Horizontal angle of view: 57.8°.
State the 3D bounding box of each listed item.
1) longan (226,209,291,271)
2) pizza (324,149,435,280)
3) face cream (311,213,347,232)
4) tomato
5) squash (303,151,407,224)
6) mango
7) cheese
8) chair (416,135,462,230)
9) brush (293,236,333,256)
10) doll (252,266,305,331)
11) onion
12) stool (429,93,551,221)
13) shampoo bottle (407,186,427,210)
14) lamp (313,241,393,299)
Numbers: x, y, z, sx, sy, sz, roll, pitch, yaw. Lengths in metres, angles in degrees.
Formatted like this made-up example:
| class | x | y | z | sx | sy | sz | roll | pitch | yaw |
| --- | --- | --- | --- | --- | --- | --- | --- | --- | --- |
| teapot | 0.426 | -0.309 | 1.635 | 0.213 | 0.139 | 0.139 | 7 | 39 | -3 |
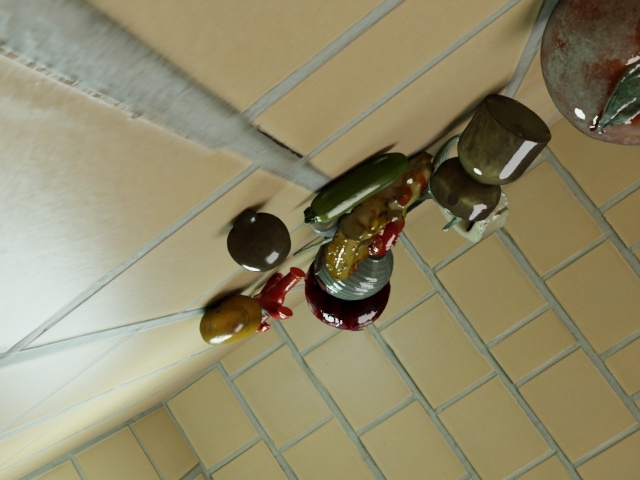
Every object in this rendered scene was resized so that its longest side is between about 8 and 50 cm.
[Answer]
| class | x | y | z | sx | sy | sz | roll | pitch | yaw |
| --- | --- | --- | --- | --- | --- | --- | --- | --- | --- |
| longan | -0.106 | -0.002 | 0.970 | 0.106 | 0.106 | 0.119 | -34 | 133 | -8 |
| pizza | 0.165 | -0.062 | 1.425 | 0.406 | 0.130 | 0.440 | -47 | 173 | -7 |
| face cream | 0.022 | -0.046 | 1.372 | 0.084 | 0.057 | 0.198 | -37 | 175 | 4 |
| tomato | 0.514 | -0.306 | 0.910 | 0.316 | 0.316 | 0.282 | -40 | -165 | 32 |
| squash | 0.073 | -0.108 | 1.163 | 0.258 | 0.069 | 0.069 | -33 | 172 | -14 |
| mango | -0.251 | 0.219 | 1.610 | 0.177 | 0.120 | 0.295 | -27 | 170 | -3 |
| cheese | 0.605 | -0.158 | 2.301 | 0.153 | 0.292 | 0.332 | -33 | 167 | -9 |
| chair | 0.375 | -0.166 | 1.676 | 0.203 | 0.190 | 0.275 | -57 | -179 | -10 |
| brush | 0.000 | 0.001 | 1.684 | 0.178 | 0.030 | 0.033 | -24 | 179 | -1 |
| doll | -0.164 | 0.198 | 1.791 | 0.384 | 0.099 | 0.188 | -39 | -150 | 57 |
| onion | 0.096 | 0.160 | 2.010 | 0.314 | 0.314 | 0.232 | -34 | 166 | -10 |
| stool | 0.408 | -0.198 | 1.414 | 0.179 | 0.179 | 0.264 | -28 | 156 | -43 |
| shampoo bottle | 0.283 | -0.128 | 1.945 | 0.309 | 0.071 | 0.098 | -32 | 169 | -34 |
| lamp | 0.099 | 0.076 | 1.798 | 0.233 | 0.233 | 0.265 | -42 | 178 | 43 |
